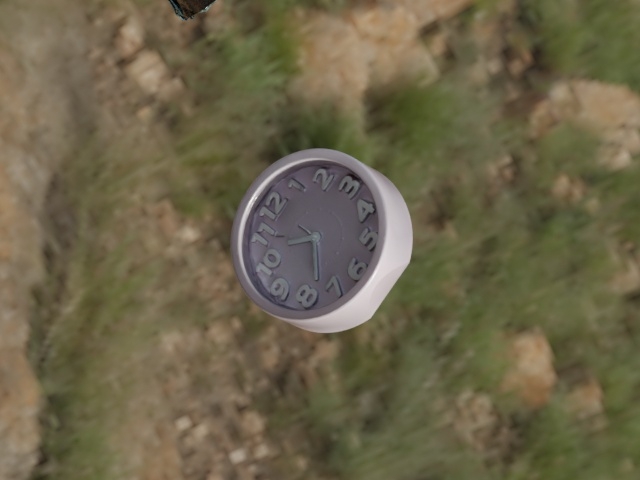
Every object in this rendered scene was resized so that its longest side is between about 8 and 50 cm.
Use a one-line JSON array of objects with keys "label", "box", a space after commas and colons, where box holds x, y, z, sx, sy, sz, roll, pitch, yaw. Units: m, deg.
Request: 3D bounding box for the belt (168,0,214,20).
[{"label": "belt", "box": [-0.073, -0.209, 1.388, 0.105, 0.140, 0.058, -44, 101, -17]}]

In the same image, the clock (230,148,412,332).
[{"label": "clock", "box": [0.000, 0.000, 2.103, 0.068, 0.197, 0.197, 26, 45, -59]}]
